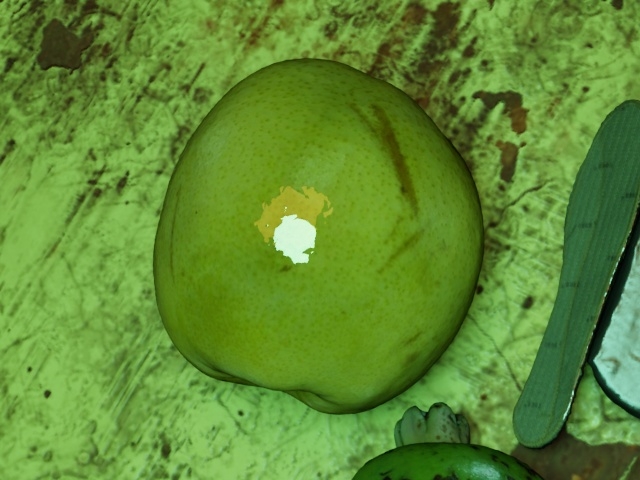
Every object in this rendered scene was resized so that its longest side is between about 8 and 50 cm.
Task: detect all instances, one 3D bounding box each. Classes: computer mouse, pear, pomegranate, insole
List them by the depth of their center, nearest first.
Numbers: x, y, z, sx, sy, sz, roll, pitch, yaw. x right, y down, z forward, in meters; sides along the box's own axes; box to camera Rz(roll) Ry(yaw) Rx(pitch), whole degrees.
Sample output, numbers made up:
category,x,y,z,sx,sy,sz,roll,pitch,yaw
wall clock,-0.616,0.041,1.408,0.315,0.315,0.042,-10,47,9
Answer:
category,x,y,z,sx,sy,sz,roll,pitch,yaw
pomegranate,0.110,0.243,1.383,0.202,0.202,0.247,-10,41,9
pear,0.000,0.000,1.434,0.314,0.314,0.314,-4,70,11
computer mouse,0.338,0.041,1.446,0.138,0.086,0.269,19,84,13
insole,0.244,0.026,1.471,0.009,0.119,0.348,23,78,-21
